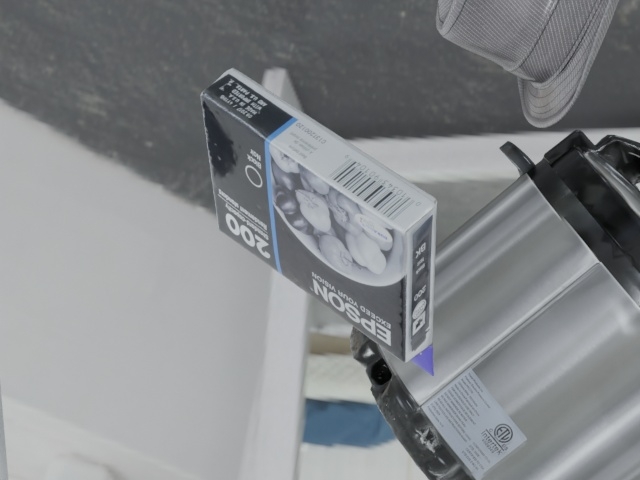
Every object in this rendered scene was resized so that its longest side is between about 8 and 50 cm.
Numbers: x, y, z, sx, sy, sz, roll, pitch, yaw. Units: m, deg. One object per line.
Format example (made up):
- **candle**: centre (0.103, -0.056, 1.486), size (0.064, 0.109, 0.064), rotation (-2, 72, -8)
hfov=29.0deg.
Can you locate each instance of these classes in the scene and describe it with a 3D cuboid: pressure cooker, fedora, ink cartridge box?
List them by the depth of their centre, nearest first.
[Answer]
- **ink cartridge box**: centre (0.000, 0.000, 0.933), size (0.206, 0.045, 0.208), rotation (35, 150, 29)
- **fedora**: centre (0.180, -0.248, 1.084), size (0.124, 0.244, 0.275), rotation (17, 106, -9)
- **pressure cooker**: centre (0.294, 0.108, 1.366), size (0.420, 0.375, 0.370), rotation (-41, 119, 11)

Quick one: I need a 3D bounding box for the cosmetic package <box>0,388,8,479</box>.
- **cosmetic package**: centre (-0.258, 0.232, 0.711), size (0.097, 0.284, 0.377), rotation (6, 132, -3)
